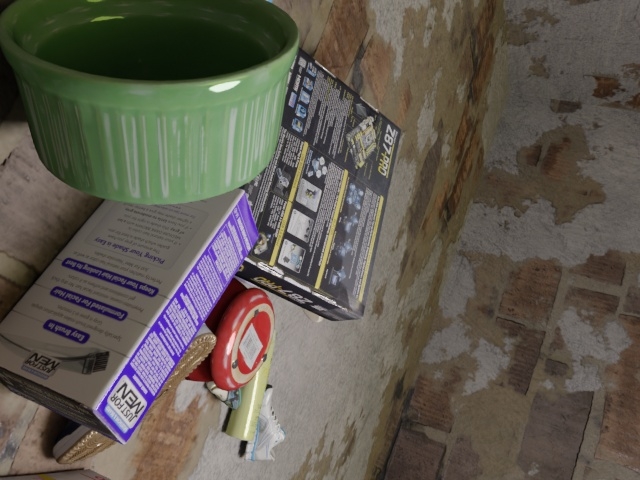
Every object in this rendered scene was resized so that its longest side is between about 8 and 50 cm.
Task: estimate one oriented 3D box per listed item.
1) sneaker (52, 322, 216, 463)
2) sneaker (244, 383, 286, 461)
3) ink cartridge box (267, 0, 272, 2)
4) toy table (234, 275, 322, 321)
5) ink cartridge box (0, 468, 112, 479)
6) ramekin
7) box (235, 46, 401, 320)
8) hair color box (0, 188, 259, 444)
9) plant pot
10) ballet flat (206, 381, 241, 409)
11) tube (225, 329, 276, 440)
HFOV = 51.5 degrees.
[{"bbox_3d":[-0.294,0.178,0.951,0.282,0.153,0.099,-43,160,2],"label":"sneaker"},{"bbox_3d":[-0.115,0.412,1.490,0.071,0.083,0.191,-76,176,-74],"label":"sneaker"},{"bbox_3d":[-0.136,-0.384,0.951,0.092,0.090,0.143,-69,156,-15],"label":"ink cartridge box"},{"bbox_3d":[-0.047,0.024,1.326,0.274,0.161,0.252,-31,132,-60],"label":"toy table"},{"bbox_3d":[-0.315,0.396,0.867,0.119,0.207,0.353,-70,158,-9],"label":"ink cartridge box"},{"bbox_3d":[-0.179,-0.170,0.731,0.303,0.303,0.148,-48,153,-47],"label":"ramekin"},{"bbox_3d":[-0.020,-0.098,1.147,0.318,0.097,0.395,28,64,-34],"label":"box"},{"bbox_3d":[-0.244,0.063,0.856,0.339,0.185,0.110,-59,154,-33],"label":"hair color box"},{"bbox_3d":[-0.178,0.139,1.078,0.191,0.174,0.191,13,90,-69],"label":"plant pot"},{"bbox_3d":[-0.192,0.256,1.277,0.070,0.070,0.188,-41,138,-54],"label":"ballet flat"},{"bbox_3d":[-0.141,0.302,1.416,0.070,0.062,0.240,-13,-120,64],"label":"tube"}]
